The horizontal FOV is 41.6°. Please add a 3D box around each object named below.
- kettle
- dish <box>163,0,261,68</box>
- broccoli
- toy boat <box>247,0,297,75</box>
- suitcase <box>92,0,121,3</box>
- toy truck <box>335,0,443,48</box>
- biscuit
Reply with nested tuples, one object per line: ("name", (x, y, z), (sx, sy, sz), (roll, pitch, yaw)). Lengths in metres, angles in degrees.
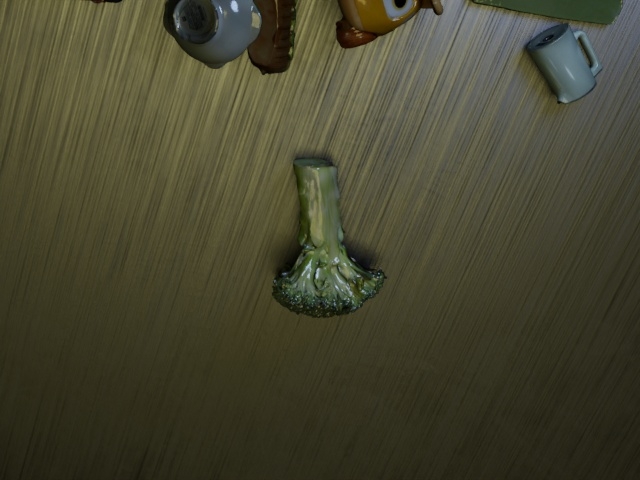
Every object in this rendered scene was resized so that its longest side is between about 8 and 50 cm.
("kettle", (0.524, -0.384, 1.809), (0.098, 0.127, 0.148), (-19, 119, 39))
("dish", (-0.235, -0.465, 1.698), (0.224, 0.078, 0.246), (7, 111, 19))
("broccoli", (-0.022, 0.005, 1.881), (0.252, 0.221, 0.361), (-25, 100, 0))
("toy boat", (-0.094, -0.483, 1.727), (0.108, 0.099, 0.292), (19, 113, 17))
("suitcase", (-0.532, -0.586, 1.675), (0.286, 0.066, 0.206), (3, 111, -4))
("toy truck", (0.118, -0.509, 1.642), (0.212, 0.288, 0.204), (-12, 111, 15))
("biscuit", (0.478, -0.521, 1.771), (0.323, 0.038, 0.099), (7, 115, -7))
